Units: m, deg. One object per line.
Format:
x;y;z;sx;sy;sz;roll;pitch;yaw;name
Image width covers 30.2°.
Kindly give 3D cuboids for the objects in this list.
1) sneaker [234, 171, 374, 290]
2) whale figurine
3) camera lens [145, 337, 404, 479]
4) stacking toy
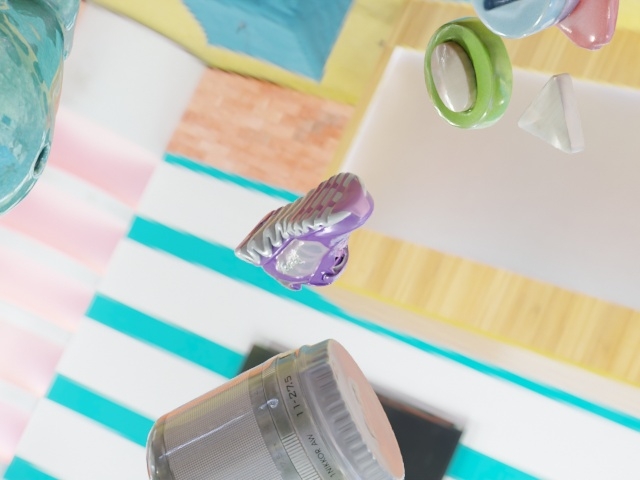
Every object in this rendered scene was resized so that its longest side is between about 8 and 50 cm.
0.000;0.000;1.373;0.104;0.095;0.236;49;147;-10;sneaker
-0.231;-0.110;0.837;0.141;0.272;0.216;26;127;6;whale figurine
-0.061;0.270;1.477;0.219;0.274;0.219;59;-170;-17;camera lens
0.161;-0.235;1.279;0.130;0.279;0.309;-14;-156;-31;stacking toy
